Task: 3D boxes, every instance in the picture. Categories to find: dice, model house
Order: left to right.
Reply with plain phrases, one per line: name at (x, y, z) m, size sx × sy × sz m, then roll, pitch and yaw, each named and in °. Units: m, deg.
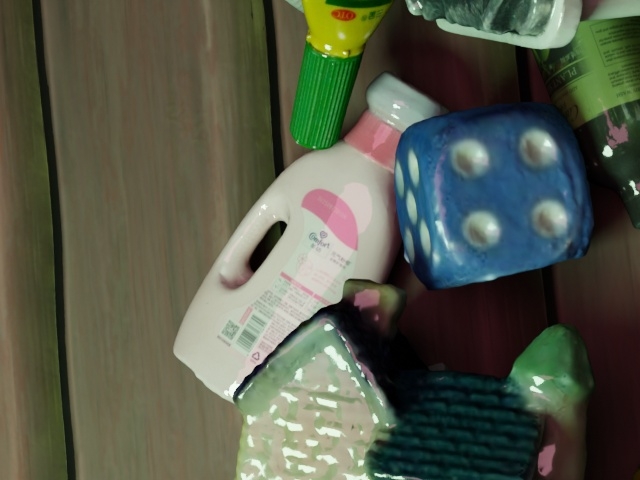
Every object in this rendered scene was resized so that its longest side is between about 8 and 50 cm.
model house at (0.083, 0.179, 1.641) m, size 0.298 × 0.243 × 0.284 m, roll 6°, pitch 95°, yaw 16°
dice at (0.148, -0.037, 1.689) m, size 0.147 × 0.143 × 0.146 m, roll -8°, pitch 85°, yaw -13°

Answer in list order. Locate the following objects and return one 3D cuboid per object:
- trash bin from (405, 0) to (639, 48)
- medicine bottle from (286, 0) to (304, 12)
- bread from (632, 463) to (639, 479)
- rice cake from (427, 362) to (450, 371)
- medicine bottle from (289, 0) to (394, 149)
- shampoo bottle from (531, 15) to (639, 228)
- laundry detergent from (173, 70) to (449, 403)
trash bin at (0.260, -0.309, 1.552) m, size 0.368 × 0.256 × 0.296 m, roll -3°, pitch 100°, yaw -19°
medicine bottle at (0.076, -0.393, 1.739) m, size 0.384 × 0.224 × 0.224 m, roll -42°, pitch 71°, yaw 15°
bread at (0.330, 0.215, 1.652) m, size 0.139 × 0.071 × 0.130 m, roll -19°, pitch 73°, yaw 19°
rice cake at (0.043, 0.161, 1.796) m, size 0.180 × 0.030 × 0.042 m, roll -24°, pitch 70°, yaw 18°
medicine bottle at (0.019, -0.197, 1.691) m, size 0.064 × 0.095 × 0.260 m, roll 56°, pitch 141°, yaw 44°
shampoo bottle at (0.254, -0.125, 1.702) m, size 0.101 × 0.101 × 0.283 m, roll -23°, pitch 76°, yaw 19°
laundry detergent at (0.000, 0.000, 1.802) m, size 0.159 × 0.088 × 0.335 m, roll 35°, pitch 97°, yaw 23°
